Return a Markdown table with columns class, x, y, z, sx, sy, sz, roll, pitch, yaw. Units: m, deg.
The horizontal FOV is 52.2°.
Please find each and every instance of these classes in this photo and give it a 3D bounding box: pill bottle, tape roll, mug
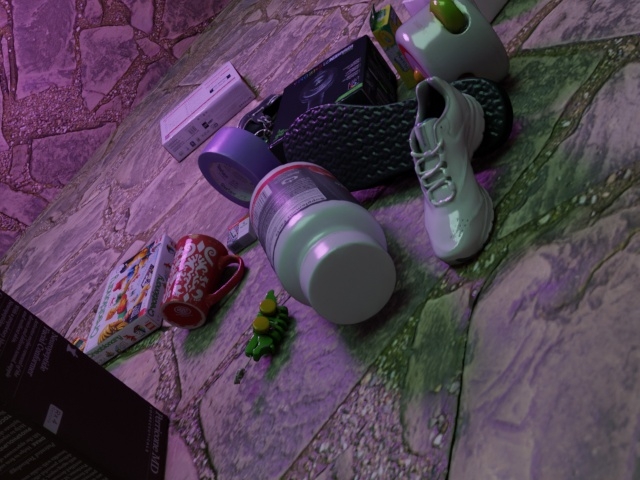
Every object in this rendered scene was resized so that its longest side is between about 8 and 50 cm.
| class | x | y | z | sx | sy | sz | roll | pitch | yaw |
| --- | --- | --- | --- | --- | --- | --- | --- | --- | --- |
| pill bottle | 0.000 | 0.000 | 1.040 | 0.176 | 0.176 | 0.318 | -41 | 29 | 3 |
| tape roll | -0.172 | -0.157 | 1.451 | 0.189 | 0.189 | 0.080 | -2 | 48 | 50 |
| mug | -0.244 | 0.078 | 1.309 | 0.150 | 0.113 | 0.169 | -25 | 36 | 31 |

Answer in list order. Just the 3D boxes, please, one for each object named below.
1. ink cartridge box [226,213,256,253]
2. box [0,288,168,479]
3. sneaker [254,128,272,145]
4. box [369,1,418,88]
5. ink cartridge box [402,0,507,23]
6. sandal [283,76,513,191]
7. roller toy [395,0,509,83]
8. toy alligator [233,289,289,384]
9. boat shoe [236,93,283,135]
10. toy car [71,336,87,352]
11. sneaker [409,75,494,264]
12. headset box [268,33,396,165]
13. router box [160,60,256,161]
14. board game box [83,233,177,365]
| class | x | y | z | sx | sy | sz | roll | pitch | yaw |
| --- | --- | --- | --- | --- | --- | --- | --- | --- | --- |
| ink cartridge box | -0.172 | -0.025 | 1.438 | 0.063 | 0.029 | 0.115 | -33 | 30 | 17 |
| box | -0.411 | 0.264 | 0.978 | 0.143 | 0.381 | 0.191 | -34 | 31 | 11 |
| sneaker | -0.192 | -0.231 | 1.727 | 0.162 | 0.063 | 0.073 | -36 | 14 | -1 |
| box | 0.165 | -0.428 | 1.412 | 0.043 | 0.179 | 0.105 | -25 | 34 | 30 |
| ink cartridge box | 0.348 | -0.598 | 1.482 | 0.272 | 0.114 | 0.198 | -52 | 30 | -17 |
| sandal | 0.131 | -0.177 | 1.183 | 0.446 | 0.167 | 0.107 | -4 | 1 | 33 |
| roller toy | 0.235 | -0.336 | 1.194 | 0.146 | 0.209 | 0.191 | -38 | 13 | 10 |
| toy alligator | -0.088 | 0.160 | 1.070 | 0.052 | 0.056 | 0.189 | 12 | 48 | 7 |
| boat shoe | -0.160 | -0.335 | 1.796 | 0.065 | 0.075 | 0.206 | -10 | 37 | 49 |
| toy car | -0.596 | 0.273 | 1.547 | 0.122 | 0.040 | 0.060 | -44 | 29 | -3 |
| sneaker | 0.178 | -0.107 | 0.969 | 0.111 | 0.129 | 0.296 | -19 | 60 | 35 |
| headset box | 0.031 | -0.278 | 1.424 | 0.246 | 0.131 | 0.283 | -27 | 33 | 27 |
| router box | -0.390 | -0.446 | 2.217 | 0.335 | 0.082 | 0.301 | -39 | 29 | 6 |
| board game box | -0.436 | 0.131 | 1.528 | 0.193 | 0.053 | 0.305 | -33 | 30 | 17 |
